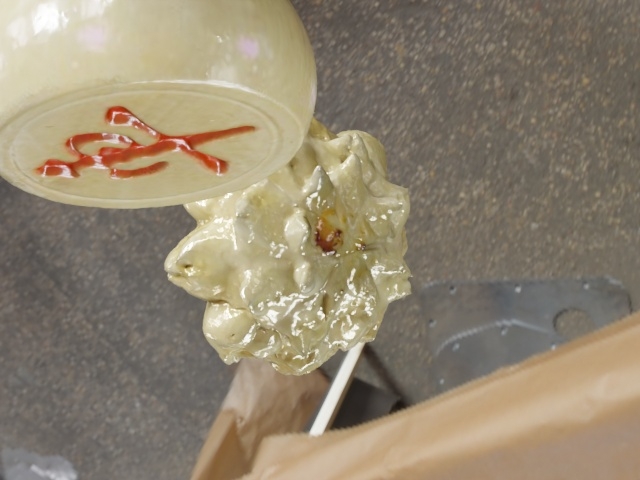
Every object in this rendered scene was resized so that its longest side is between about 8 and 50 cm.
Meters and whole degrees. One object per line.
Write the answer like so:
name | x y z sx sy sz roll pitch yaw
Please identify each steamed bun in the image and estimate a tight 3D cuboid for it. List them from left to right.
steamed bun | 0.000 0.000 1.136 0.137 0.292 0.295 -2 128 48

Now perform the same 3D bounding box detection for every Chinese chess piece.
Chinese chess piece | -0.126 -0.105 0.802 0.250 0.097 0.251 -6 162 -2
